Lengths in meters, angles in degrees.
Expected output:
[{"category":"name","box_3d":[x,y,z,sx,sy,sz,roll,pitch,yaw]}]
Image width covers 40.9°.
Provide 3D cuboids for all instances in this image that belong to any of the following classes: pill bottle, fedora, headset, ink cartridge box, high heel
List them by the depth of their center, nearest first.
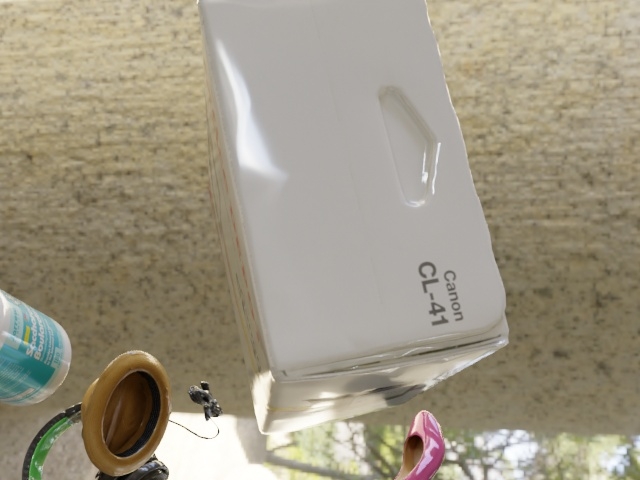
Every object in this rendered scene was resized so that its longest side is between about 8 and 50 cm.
[{"category":"ink cartridge box","box_3d":[0.000,0.000,0.583,0.306,0.131,0.226,103,-25,-72]},{"category":"pill bottle","box_3d":[-0.482,0.142,1.230,0.264,0.146,0.146,58,34,-64]},{"category":"high heel","box_3d":[0.122,0.350,1.322,0.082,0.117,0.244,-54,-163,44]},{"category":"fedora","box_3d":[-0.319,0.268,1.351,0.194,0.079,0.194,0,90,-56]},{"category":"headset","box_3d":[-0.371,0.386,1.600,0.185,0.394,0.243,77,-10,-59]}]
